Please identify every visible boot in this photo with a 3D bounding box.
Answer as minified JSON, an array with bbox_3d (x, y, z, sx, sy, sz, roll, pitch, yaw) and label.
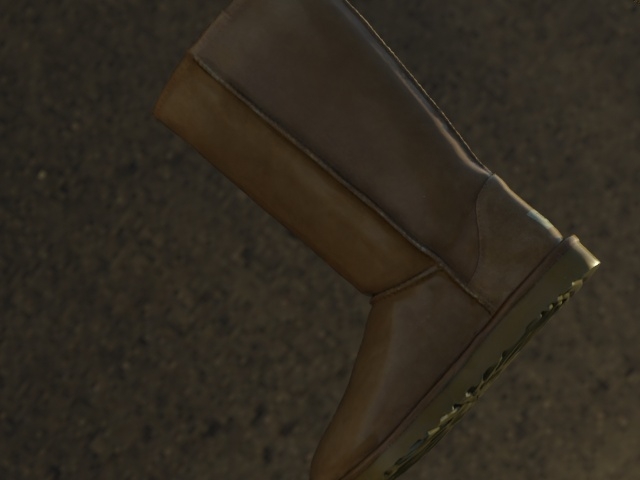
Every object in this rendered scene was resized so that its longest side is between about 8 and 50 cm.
[{"bbox_3d":[0.000,0.000,1.159,0.269,0.236,0.089,43,-2,12],"label":"boot"}]

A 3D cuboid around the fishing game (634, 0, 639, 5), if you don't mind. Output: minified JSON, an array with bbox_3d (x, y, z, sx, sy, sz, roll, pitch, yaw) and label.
[{"bbox_3d":[0.032,-0.146,0.747,0.264,0.041,0.189,27,14,-28],"label":"fishing game"}]
